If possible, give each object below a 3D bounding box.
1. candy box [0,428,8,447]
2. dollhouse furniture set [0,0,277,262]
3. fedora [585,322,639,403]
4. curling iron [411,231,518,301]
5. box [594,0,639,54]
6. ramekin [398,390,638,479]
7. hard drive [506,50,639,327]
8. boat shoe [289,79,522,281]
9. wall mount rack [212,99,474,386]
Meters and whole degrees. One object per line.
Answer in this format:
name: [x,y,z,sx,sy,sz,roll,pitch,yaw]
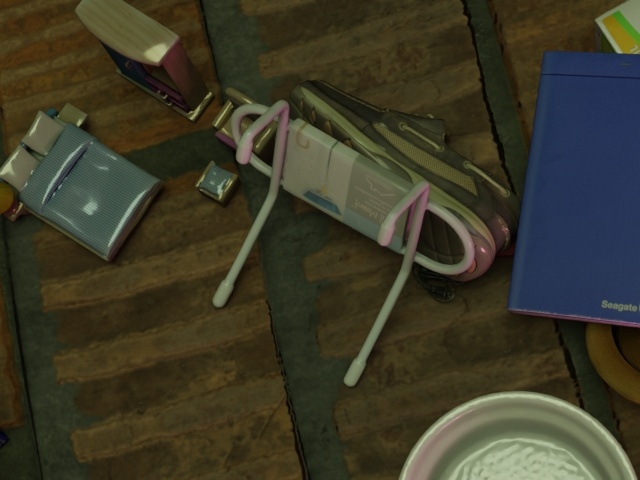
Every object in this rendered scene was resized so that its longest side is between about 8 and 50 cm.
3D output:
candy box: [-0.546,0.265,1.820,0.268,0.317,0.122,-45,72,-5]
dollhouse furniture set: [-0.258,-0.109,1.946,0.286,0.198,0.303,33,82,17]
fedora: [0.410,0.122,1.816,0.194,0.079,0.194,-10,58,17]
curling iron: [0.248,0.017,1.904,0.274,0.035,0.068,-15,65,6]
box: [0.433,-0.197,1.897,0.103,0.114,0.203,-29,72,1]
ramekin: [0.228,0.321,1.766,0.277,0.135,0.277,-3,72,9]
hard drive: [0.344,-0.062,1.814,0.210,0.040,0.318,6,83,26]
boat shoe: [0.106,-0.089,1.931,0.130,0.132,0.355,-34,63,-29]
wall mount rack: [0.000,0.000,1.857,0.350,0.304,0.130,31,53,17]
